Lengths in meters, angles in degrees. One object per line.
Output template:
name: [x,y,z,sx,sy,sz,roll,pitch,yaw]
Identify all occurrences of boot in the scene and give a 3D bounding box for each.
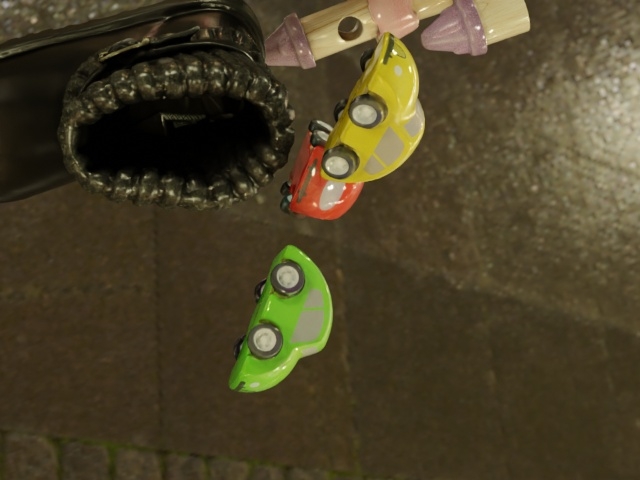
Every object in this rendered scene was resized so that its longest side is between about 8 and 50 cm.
boot: [-0.192,-0.087,1.045,0.260,0.348,0.131,-101,166,-62]

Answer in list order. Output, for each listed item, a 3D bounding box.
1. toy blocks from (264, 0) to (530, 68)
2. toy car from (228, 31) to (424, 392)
toy blocks: [0.007,-0.285,1.142,0.309,0.260,0.288,-108,180,-60]
toy car: [0.000,0.000,0.848,0.053,0.239,0.225,22,73,-8]
